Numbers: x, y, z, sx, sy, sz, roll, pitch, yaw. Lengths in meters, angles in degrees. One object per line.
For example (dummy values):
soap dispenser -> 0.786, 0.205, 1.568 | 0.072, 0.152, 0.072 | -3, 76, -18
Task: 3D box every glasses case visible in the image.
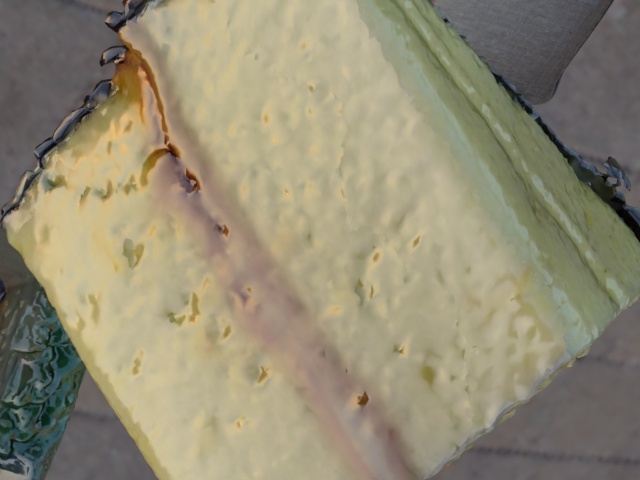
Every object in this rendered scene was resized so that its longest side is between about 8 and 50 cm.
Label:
glasses case -> 0.155, -0.211, 1.304 | 0.131, 0.074, 0.323 | 22, 150, -3

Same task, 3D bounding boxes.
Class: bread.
bread -> 0.000, 0.000, 1.124 | 0.346, 0.405, 0.242 | -31, -171, 28

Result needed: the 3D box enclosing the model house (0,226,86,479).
model house -> -0.342, 0.127, 1.335 | 0.312, 0.245, 0.280 | -66, 169, 11
